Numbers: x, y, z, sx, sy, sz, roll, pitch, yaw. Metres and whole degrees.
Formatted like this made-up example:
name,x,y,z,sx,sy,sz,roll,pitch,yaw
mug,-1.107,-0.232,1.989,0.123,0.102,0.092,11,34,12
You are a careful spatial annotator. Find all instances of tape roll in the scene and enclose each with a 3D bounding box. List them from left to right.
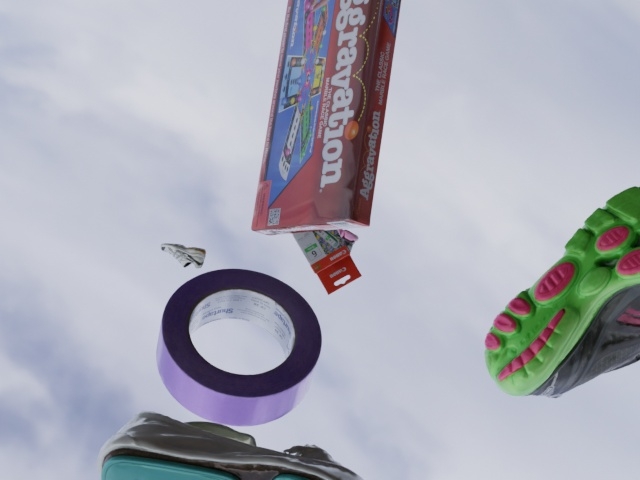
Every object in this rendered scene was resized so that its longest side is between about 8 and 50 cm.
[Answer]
name,x,y,z,sx,sy,sz,roll,pitch,yaw
tape roll,-0.139,0.179,2.206,0.275,0.090,0.274,7,-133,-7

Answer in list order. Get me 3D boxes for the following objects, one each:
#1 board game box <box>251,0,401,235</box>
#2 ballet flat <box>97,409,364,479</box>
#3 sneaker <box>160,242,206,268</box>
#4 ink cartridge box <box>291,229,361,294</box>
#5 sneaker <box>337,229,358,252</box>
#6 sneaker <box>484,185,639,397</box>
name,x,y,z,sx,sy,sz,roll,pitch,yaw
board game box,0.009,-0.147,1.209,0.027,0.281,0.145,18,165,-40
ballet flat,-0.068,0.290,1.579,0.400,0.139,0.139,15,-155,2
sneaker,-0.231,0.026,2.146,0.083,0.037,0.032,12,-174,23
ink cartridge box,0.009,0.018,1.935,0.115,0.063,0.029,60,179,1
sneaker,0.000,0.000,2.085,0.119,0.057,0.047,17,-179,23
sneaker,0.475,0.078,2.060,0.202,0.483,0.185,28,-151,-46
